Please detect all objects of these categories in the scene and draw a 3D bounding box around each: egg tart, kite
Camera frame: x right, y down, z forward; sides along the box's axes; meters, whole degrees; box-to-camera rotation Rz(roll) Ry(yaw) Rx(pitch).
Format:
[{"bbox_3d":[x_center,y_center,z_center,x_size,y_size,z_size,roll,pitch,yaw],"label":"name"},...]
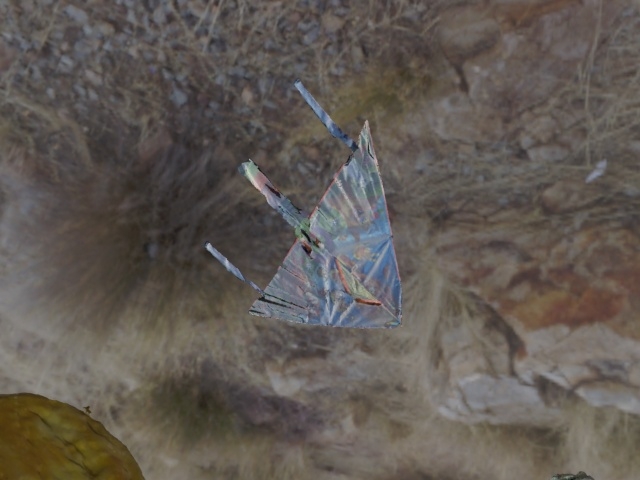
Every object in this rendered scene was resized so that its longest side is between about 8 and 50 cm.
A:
[{"bbox_3d":[-0.307,0.291,0.858,0.388,0.388,0.169,32,107,-33],"label":"egg tart"},{"bbox_3d":[0.000,0.000,0.549,0.160,0.010,0.183,45,127,16],"label":"kite"}]

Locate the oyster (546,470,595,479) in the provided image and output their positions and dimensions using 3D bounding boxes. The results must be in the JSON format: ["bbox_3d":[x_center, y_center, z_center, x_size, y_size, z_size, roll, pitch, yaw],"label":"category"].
[{"bbox_3d":[0.342,0.368,1.070,0.064,0.177,0.125,-23,-177,21],"label":"oyster"}]
